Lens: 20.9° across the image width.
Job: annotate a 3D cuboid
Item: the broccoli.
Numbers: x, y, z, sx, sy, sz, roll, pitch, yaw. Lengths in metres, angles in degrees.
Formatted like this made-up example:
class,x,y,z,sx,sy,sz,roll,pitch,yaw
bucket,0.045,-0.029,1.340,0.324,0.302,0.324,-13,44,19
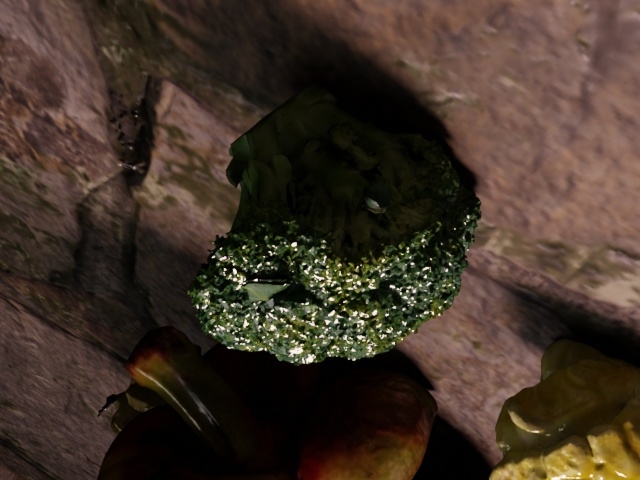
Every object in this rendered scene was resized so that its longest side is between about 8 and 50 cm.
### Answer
class,x,y,z,sx,sy,sz,roll,pitch,yaw
broccoli,0.000,0.000,1.010,0.156,0.195,0.195,56,157,-8

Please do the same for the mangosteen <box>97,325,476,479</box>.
class,x,y,z,sx,sy,sz,roll,pitch,yaw
mangosteen,-0.027,0.263,1.475,0.382,0.382,0.435,13,115,42

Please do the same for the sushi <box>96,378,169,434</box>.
class,x,y,z,sx,sy,sz,roll,pitch,yaw
sushi,-0.118,0.251,1.857,0.139,0.131,0.291,17,148,39

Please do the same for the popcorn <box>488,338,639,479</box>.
class,x,y,z,sx,sy,sz,roll,pitch,yaw
popcorn,0.178,0.143,1.124,0.135,0.141,0.162,142,110,-72
